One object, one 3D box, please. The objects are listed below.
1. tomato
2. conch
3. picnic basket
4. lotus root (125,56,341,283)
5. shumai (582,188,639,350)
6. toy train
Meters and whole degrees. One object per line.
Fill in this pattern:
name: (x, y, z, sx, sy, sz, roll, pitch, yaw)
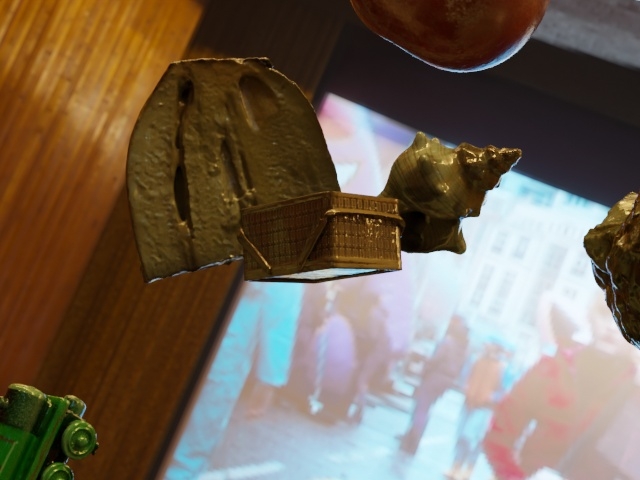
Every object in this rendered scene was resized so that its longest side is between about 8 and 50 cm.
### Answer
tomato: (0.165, -0.349, 1.564, 0.270, 0.270, 0.227, 23, -50, 2)
conch: (0.132, -0.052, 1.426, 0.137, 0.114, 0.234, 38, -40, -11)
picnic basket: (0.000, 0.000, 1.339, 0.115, 0.079, 0.164, 5, -10, -41)
lotus root: (-0.129, -0.101, 1.608, 0.267, 0.260, 0.149, -15, -2, -6)
shumai: (0.319, -0.001, 1.086, 0.189, 0.256, 0.218, 52, -23, -14)
toy train: (-0.330, 0.269, 1.314, 0.085, 0.251, 0.119, 1, -27, 45)
